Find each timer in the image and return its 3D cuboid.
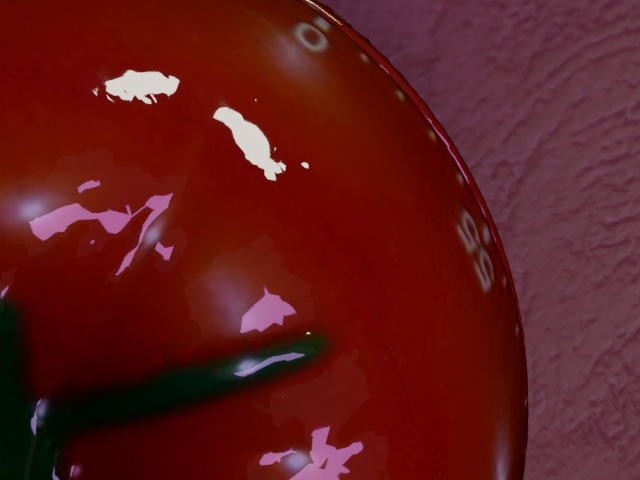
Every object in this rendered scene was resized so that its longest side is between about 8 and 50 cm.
[{"bbox_3d":[-0.107,0.063,0.759,0.378,0.279,0.378,2,103,9],"label":"timer"}]
